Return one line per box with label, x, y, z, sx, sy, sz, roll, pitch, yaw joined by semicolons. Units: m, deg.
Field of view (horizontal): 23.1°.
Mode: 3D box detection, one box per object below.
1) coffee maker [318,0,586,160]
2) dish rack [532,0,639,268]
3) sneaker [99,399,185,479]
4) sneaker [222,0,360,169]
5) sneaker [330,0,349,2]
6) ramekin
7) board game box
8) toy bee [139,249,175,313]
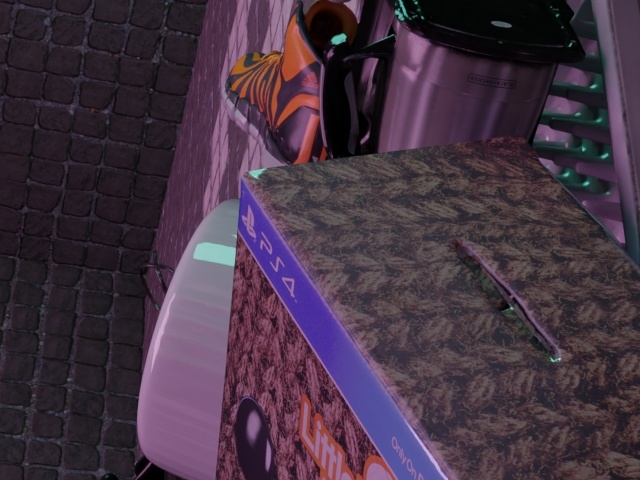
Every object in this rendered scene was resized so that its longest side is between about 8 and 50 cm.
coffee maker;0.064;-0.055;0.833;0.171;0.120;0.178;-55;-17;-60
dish rack;0.134;-0.012;0.861;0.286;0.072;0.333;114;162;-52
sneaker;-0.184;0.364;1.884;0.185;0.202;0.483;-104;25;-65
sneaker;-0.013;-0.184;1.698;0.321;0.124;0.180;-124;47;-59
sneaker;0.013;-0.373;1.657;0.305;0.114;0.152;-93;17;-47
ramekin;-0.058;0.096;1.387;0.277;0.135;0.277;17;-90;-82
board game box;0.059;0.141;0.685;0.232;0.141;0.291;-126;34;-48
toy bee;-0.058;0.041;1.668;0.298;0.162;0.195;43;148;39
